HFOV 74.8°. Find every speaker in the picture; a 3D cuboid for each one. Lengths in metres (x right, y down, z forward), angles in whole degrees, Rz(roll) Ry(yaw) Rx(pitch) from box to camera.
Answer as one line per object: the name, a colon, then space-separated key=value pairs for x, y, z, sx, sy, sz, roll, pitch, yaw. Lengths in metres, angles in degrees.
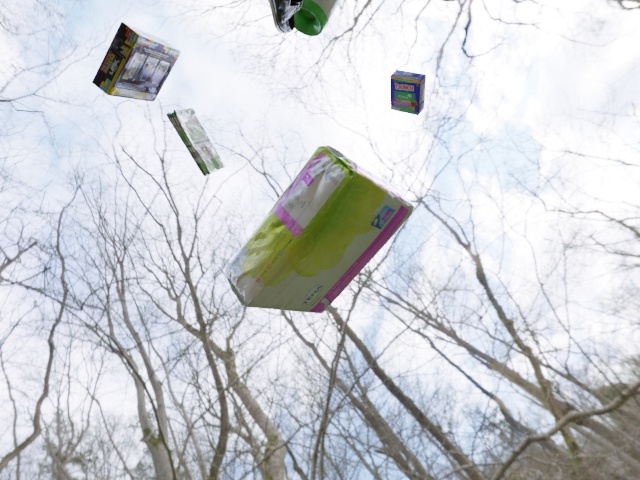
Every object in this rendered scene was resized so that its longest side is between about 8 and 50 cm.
speaker: x=0.014 y=-0.729 z=1.171 sx=0.131 sy=0.131 sz=0.297 roll=32 pitch=-104 yaw=-34

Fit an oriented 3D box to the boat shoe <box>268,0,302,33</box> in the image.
boat shoe: x=-0.079 y=-0.570 z=1.008 sx=0.079 sy=0.233 sz=0.084 roll=5 pitch=-93 yaw=2

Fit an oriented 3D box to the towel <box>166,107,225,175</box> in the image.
towel: x=-0.269 y=-0.223 z=0.935 sx=0.023 sy=0.113 sz=0.152 roll=-25 pitch=-76 yaw=19

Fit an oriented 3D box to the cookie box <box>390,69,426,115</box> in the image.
cookie box: x=0.245 y=-0.417 z=1.181 sx=0.040 sy=0.091 sz=0.107 roll=-51 pitch=-31 yaw=-30

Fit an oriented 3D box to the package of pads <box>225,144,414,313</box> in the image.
package of pads: x=0.000 y=0.000 z=0.738 sx=0.296 sy=0.101 sz=0.229 roll=-51 pitch=-36 yaw=16

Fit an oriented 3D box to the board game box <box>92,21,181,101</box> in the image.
board game box: x=-0.398 y=-0.383 z=0.919 sx=0.048 sy=0.170 sz=0.141 roll=39 pitch=-73 yaw=0
